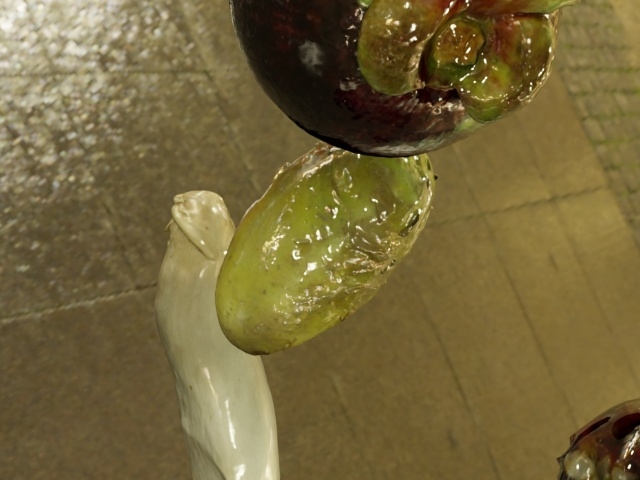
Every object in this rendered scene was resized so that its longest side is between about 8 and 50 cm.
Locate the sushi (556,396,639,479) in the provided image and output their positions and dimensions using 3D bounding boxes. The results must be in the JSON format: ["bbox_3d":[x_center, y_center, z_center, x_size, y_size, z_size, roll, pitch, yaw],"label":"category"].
[{"bbox_3d":[0.242,0.197,0.769,0.227,0.215,0.212,12,74,-37],"label":"sushi"}]

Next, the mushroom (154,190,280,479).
[{"bbox_3d":[-0.138,0.134,1.613,0.126,0.177,0.397,-13,93,-20],"label":"mushroom"}]

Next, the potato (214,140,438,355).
[{"bbox_3d":[0.000,0.000,1.325,0.176,0.298,0.141,38,17,-33],"label":"potato"}]

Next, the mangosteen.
[{"bbox_3d":[0.066,-0.197,0.993,0.288,0.288,0.288,29,47,-37],"label":"mangosteen"}]
